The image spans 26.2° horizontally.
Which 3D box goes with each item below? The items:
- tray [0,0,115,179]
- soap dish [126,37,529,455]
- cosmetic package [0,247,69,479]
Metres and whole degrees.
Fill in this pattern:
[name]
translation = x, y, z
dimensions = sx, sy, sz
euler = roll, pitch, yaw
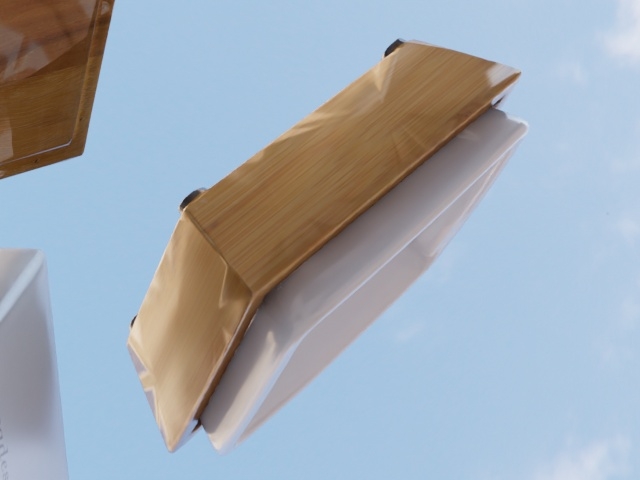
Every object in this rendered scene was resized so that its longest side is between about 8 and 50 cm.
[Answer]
[tray]
translation = -0.267, -0.088, 0.623
dimensions = 0.076, 0.411, 0.203
euler = 37, -52, 25
[soap dish]
translation = 0.000, 0.000, 0.971
dimensions = 0.118, 0.229, 0.291
euler = 43, -126, 10
[cosmetic package]
translation = -0.339, 0.221, 0.733
dimensions = 0.329, 0.394, 0.328
euler = 1, -68, 6
